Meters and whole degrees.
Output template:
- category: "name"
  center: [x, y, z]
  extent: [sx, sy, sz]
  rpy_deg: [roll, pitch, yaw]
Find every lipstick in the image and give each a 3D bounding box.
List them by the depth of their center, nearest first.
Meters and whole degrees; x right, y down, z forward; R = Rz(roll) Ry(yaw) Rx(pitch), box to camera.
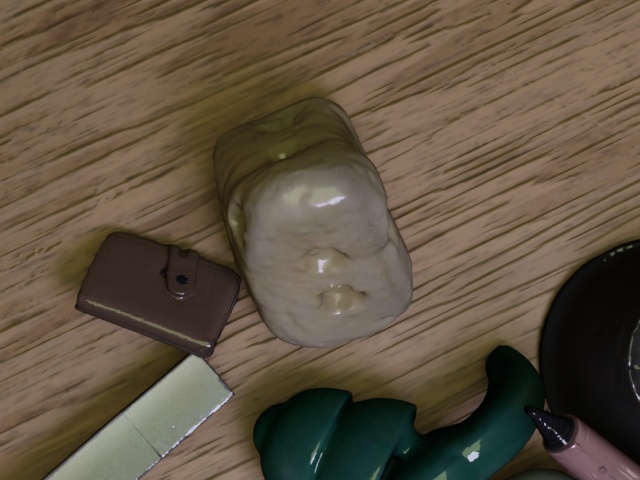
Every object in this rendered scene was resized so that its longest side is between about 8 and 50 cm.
- category: "lipstick"
  center: [-0.229, 0.239, 1.655]
  extent: [0.317, 0.066, 0.068]
  rpy_deg: [-41, 89, -6]

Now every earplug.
- category: "earplug"
  center: [0.074, 0.198, 1.636]
  extent: [0.280, 0.164, 0.257]
  rpy_deg: [15, 79, 7]

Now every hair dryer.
- category: "hair dryer"
  center: [0.310, 0.243, 1.559]
  extent: [0.344, 0.189, 0.107]
  rpy_deg: [40, 95, -25]

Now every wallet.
- category: "wallet"
  center: [-0.165, 0.052, 1.660]
  extent: [0.153, 0.038, 0.118]
  rpy_deg: [18, 48, 2]

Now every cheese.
- category: "cheese"
  center: [-0.001, 0.001, 1.618]
  extent: [0.174, 0.251, 0.247]
  rpy_deg: [-23, 104, -4]

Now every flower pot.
- category: "flower pot"
  center: [0.370, 0.125, 1.659]
  extent: [0.269, 0.166, 0.269]
  rpy_deg: [0, 87, -2]

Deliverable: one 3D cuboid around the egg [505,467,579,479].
- category: "egg"
  center: [0.231, 0.329, 1.642]
  extent: [0.149, 0.149, 0.192]
  rpy_deg: [-6, 93, -5]
